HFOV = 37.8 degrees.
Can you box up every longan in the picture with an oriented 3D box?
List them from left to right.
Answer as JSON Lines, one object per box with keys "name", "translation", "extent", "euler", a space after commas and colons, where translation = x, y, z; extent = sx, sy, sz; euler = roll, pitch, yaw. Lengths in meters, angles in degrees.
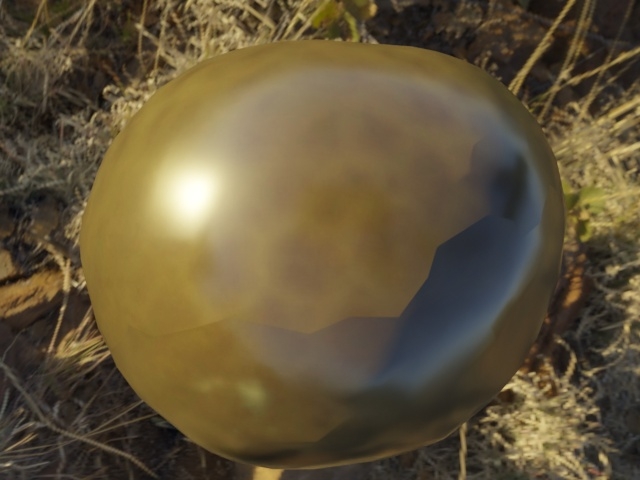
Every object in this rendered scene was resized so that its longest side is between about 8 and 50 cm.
{"name": "longan", "translation": [0.000, 0.000, 0.785], "extent": [0.404, 0.336, 0.404], "euler": [-7, 55, 10]}
